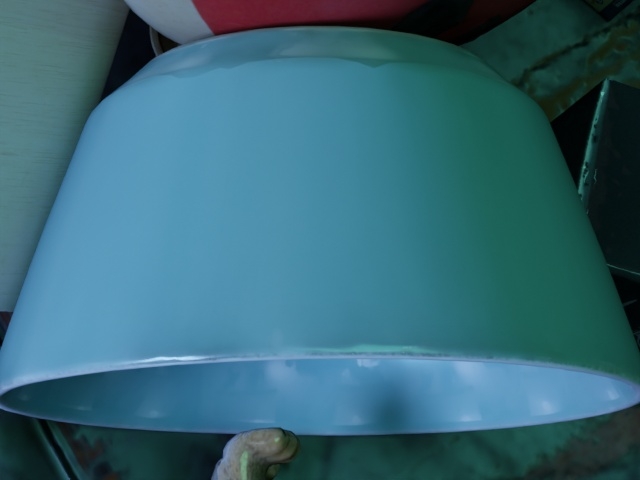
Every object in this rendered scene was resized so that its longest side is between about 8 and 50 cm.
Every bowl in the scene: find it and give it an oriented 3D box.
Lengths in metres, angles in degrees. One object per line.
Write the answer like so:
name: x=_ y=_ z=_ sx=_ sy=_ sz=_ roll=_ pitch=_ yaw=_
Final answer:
bowl: x=0.000 y=0.000 z=0.898 sx=0.311 sy=0.311 sz=0.163 roll=4 pitch=78 yaw=-16

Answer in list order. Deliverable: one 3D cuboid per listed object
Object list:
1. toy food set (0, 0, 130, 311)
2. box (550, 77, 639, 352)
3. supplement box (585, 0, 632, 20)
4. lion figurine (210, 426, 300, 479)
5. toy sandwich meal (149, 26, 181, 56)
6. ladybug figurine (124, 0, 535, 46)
toy food set: x=-0.226 y=-0.093 z=0.879 sx=0.306 sy=0.092 sz=0.220 roll=9 pitch=104 yaw=-45
box: x=0.210 y=0.009 z=1.050 sx=0.207 sy=0.153 sz=0.108 roll=18 pitch=71 yaw=-12
supplement box: x=0.177 y=-0.198 z=1.145 sx=0.083 sy=0.056 sz=0.083 roll=38 pitch=69 yaw=-4
lion figurine: x=-0.111 y=0.212 z=0.906 sx=0.392 sy=0.142 sz=0.240 roll=4 pitch=73 yaw=-15
toy sandwich meal: x=-0.059 y=-0.124 z=1.069 sx=0.085 sy=0.029 sz=0.086 roll=4 pitch=75 yaw=-16
ladybug figurine: x=0.043 y=-0.209 z=0.916 sx=0.162 sy=0.449 sz=0.305 roll=31 pitch=107 yaw=17
